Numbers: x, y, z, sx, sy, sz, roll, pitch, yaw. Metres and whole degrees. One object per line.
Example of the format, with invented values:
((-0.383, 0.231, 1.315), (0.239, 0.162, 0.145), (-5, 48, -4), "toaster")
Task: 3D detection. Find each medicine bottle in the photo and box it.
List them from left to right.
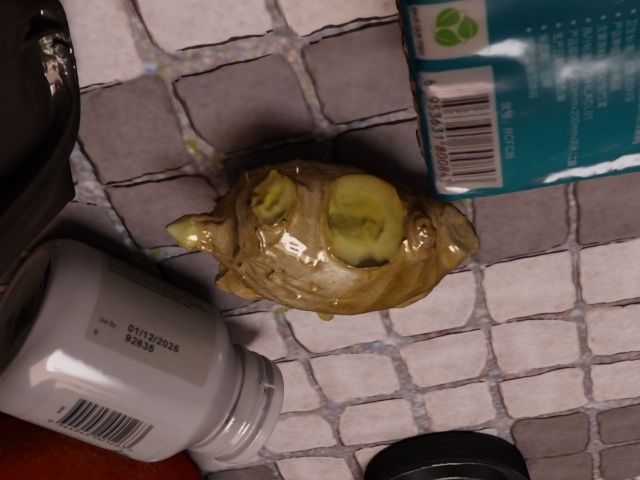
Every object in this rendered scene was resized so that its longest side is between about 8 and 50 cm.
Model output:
((-0.139, 0.098, 0.694), (0.215, 0.135, 0.135), (30, 128, -30), "medicine bottle")

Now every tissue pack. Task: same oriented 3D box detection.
((0.122, -0.165, 0.423), (0.192, 0.134, 0.271), (-9, 137, 6), "tissue pack")

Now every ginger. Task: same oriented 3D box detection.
((0.000, 0.000, 0.621), (0.216, 0.102, 0.157), (9, 163, -19), "ginger")

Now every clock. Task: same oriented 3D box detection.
((0.135, 0.266, 0.958), (0.184, 0.040, 0.184), (-2, 138, -2), "clock")

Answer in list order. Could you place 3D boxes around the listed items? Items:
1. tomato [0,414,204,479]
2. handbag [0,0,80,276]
((-0.229, 0.317, 0.831), (0.290, 0.293, 0.325), (-22, 130, 0), "tomato")
((-0.224, -0.046, 0.451), (0.113, 0.257, 0.285), (15, 139, 8), "handbag")
